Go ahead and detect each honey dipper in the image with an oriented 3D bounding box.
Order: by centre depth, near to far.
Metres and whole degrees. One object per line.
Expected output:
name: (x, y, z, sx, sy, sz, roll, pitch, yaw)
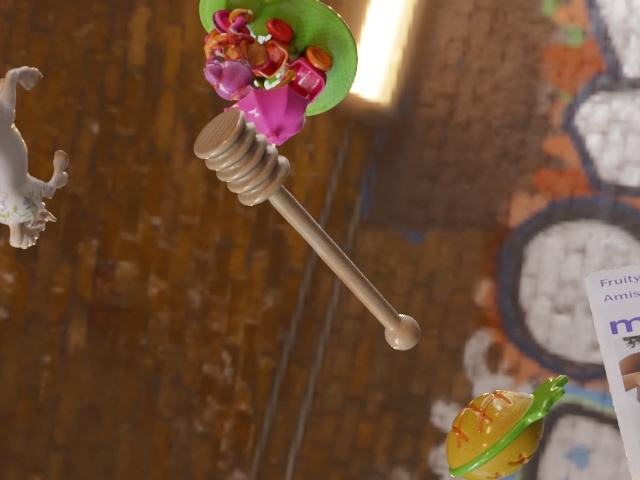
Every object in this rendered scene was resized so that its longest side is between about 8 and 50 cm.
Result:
honey dipper: (0.000, 0.000, 0.674, 0.160, 0.030, 0.030, 47, -132, -31)

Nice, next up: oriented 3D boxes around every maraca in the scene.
maraca: (0.228, 0.227, 1.698, 0.099, 0.186, 0.127, 47, -158, -5)

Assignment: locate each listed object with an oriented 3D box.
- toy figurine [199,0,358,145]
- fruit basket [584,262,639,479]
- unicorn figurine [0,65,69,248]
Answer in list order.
toy figurine: (-0.059, -0.158, 1.309, 0.130, 0.173, 0.159, -48, 10, 31)
fruit basket: (0.361, 0.111, 0.915, 0.353, 0.327, 0.165, 64, -160, -51)
unicorn figurine: (-0.216, -0.065, 0.908, 0.162, 0.060, 0.111, 59, -152, -21)
